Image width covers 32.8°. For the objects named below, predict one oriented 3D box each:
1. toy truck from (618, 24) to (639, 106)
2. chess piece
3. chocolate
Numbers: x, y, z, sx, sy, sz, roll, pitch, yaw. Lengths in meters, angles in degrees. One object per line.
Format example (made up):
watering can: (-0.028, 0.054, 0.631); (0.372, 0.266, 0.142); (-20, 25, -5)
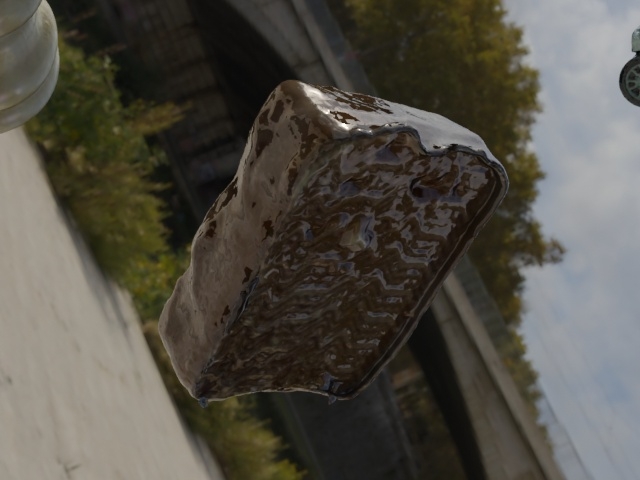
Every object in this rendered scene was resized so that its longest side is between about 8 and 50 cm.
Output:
toy truck: (0.250, -0.052, 0.623); (0.080, 0.115, 0.178); (-35, 109, -51)
chess piece: (-0.312, -0.233, 0.997); (0.167, 0.167, 0.300); (66, -24, 14)
chocolate: (0.000, 0.000, 0.646); (0.093, 0.148, 0.214); (55, -53, 39)
